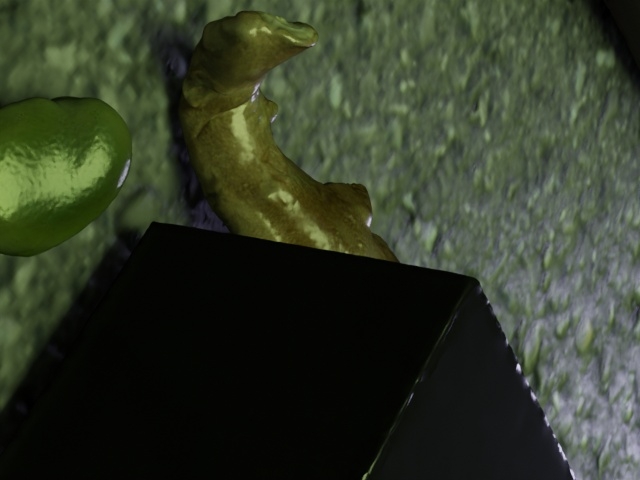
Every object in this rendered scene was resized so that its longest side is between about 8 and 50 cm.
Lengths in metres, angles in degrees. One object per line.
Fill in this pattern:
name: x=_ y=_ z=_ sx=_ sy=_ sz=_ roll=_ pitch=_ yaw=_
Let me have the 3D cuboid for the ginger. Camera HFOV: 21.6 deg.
ginger: x=0.000 y=0.000 z=0.811 sx=0.089 sy=0.075 sz=0.288 roll=-50 pitch=136 yaw=-32

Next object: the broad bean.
broad bean: x=-0.115 y=-0.027 z=0.678 sx=0.083 sy=0.045 sz=0.063 roll=-32 pitch=120 yaw=-36

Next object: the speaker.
speaker: x=-0.013 y=0.159 z=0.732 sx=0.232 sy=0.184 sz=0.254 roll=-60 pitch=140 yaw=-27

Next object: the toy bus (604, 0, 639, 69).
toy bus: x=0.246 y=-0.211 z=1.015 sx=0.386 sy=0.171 sz=0.162 roll=50 pitch=61 yaw=-44
